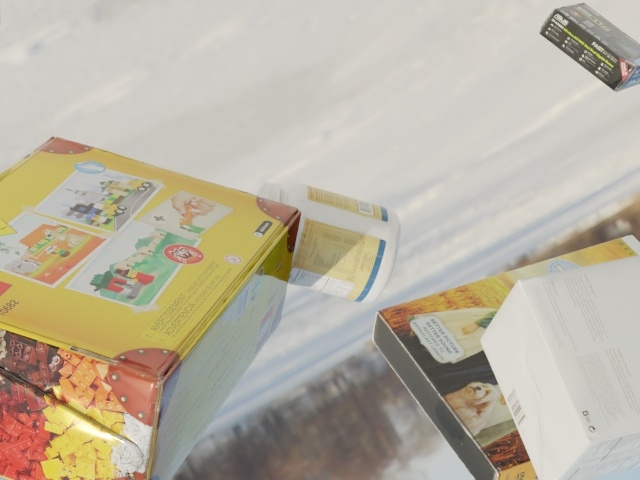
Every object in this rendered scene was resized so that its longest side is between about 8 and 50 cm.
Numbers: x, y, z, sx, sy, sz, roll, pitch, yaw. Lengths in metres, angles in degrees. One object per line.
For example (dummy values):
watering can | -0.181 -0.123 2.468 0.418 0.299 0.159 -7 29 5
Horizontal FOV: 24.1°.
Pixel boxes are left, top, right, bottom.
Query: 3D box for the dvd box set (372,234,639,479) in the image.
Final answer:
dvd box set | 0.322 0.153 1.953 0.420 0.308 0.062 -15 135 -23

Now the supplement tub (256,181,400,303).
supplement tub | 0.000 0.000 2.137 0.199 0.144 0.144 16 162 -12

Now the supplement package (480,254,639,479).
supplement package | 0.316 0.139 1.621 0.203 0.194 0.149 -11 153 -19

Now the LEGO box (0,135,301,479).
LEGO box | -0.282 0.081 1.835 0.500 0.372 0.193 -53 157 -61

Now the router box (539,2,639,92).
router box | 0.331 -0.229 1.771 0.092 0.122 0.038 -21 148 -56
